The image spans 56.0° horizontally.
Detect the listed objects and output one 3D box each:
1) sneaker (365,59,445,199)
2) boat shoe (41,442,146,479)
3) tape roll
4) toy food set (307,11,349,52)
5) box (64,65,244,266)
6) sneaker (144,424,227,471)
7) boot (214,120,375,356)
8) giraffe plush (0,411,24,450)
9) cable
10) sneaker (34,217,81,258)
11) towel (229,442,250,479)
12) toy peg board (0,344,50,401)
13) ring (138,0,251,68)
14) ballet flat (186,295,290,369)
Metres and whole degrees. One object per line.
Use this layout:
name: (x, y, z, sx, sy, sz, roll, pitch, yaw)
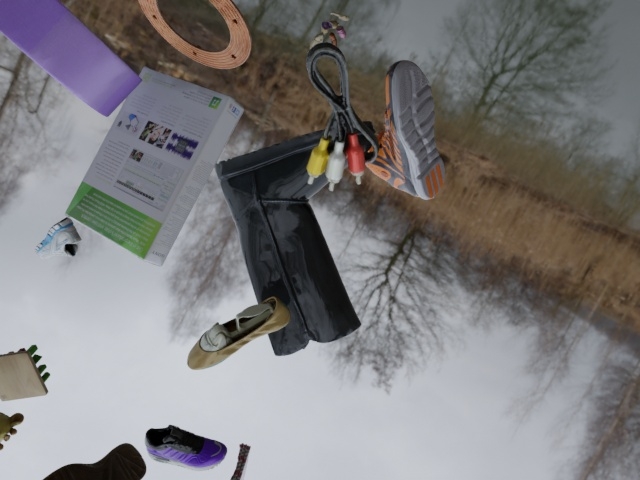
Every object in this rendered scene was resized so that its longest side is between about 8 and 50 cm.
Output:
sneaker: (0.149, -0.232, 1.292, 0.180, 0.125, 0.321, 20, 139, 41)
boat shoe: (-0.498, 0.521, 1.235, 0.123, 0.123, 0.342, 57, -168, 8)
tape roll: (-0.420, -0.325, 0.959, 0.275, 0.090, 0.275, 43, 178, 2)
toy food set: (0.025, -0.515, 1.525, 0.078, 0.122, 0.019, 5, -132, -32)
box: (-0.305, -0.141, 1.094, 0.232, 0.322, 0.058, 25, 175, 29)
sneaker: (-0.468, 0.696, 2.052, 0.294, 0.146, 0.102, 2, -142, 9)
boot: (-0.002, 0.000, 1.303, 0.367, 0.445, 0.146, -15, -174, 17)
giraffe plush: (-0.857, 0.453, 1.503, 0.170, 0.181, 0.210, 32, -179, 19)
cable: (0.042, -0.207, 1.063, 0.140, 0.287, 0.072, -2, -129, -1)
sneaker: (-0.669, 0.018, 1.546, 0.083, 0.191, 0.071, 52, -135, -4)
towel: (-0.205, 0.590, 1.413, 0.029, 0.144, 0.197, 12, -164, 1)
toy peg board: (-0.947, 0.411, 1.900, 0.161, 0.161, 0.079, -10, -159, 9)
ring: (-0.326, -0.585, 1.572, 0.337, 0.032, 0.336, 22, 156, 11)
ballet flat: (-0.173, 0.178, 1.210, 0.080, 0.232, 0.073, 55, 170, 44)
